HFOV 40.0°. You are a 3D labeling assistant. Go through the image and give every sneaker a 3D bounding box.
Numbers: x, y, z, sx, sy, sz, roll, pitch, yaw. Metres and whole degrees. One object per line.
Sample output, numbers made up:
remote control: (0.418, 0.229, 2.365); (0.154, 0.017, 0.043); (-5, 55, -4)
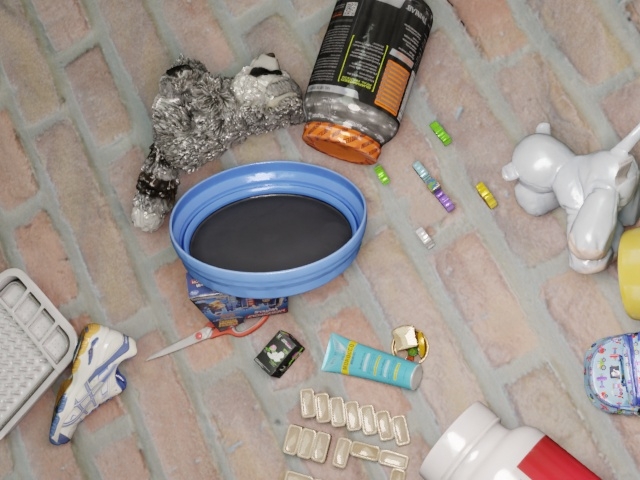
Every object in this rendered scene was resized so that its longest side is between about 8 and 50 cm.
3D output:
sneaker: (-0.488, 0.325, 1.888); (0.130, 0.112, 0.297); (19, 109, -21)

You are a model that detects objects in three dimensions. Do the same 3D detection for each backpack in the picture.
backpack: (0.559, 0.236, 1.572); (0.173, 0.117, 0.158); (-2, 76, 20)

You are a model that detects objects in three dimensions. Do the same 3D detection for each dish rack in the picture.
dish rack: (-0.705, 0.262, 1.993); (0.285, 0.072, 0.333); (43, 93, 20)

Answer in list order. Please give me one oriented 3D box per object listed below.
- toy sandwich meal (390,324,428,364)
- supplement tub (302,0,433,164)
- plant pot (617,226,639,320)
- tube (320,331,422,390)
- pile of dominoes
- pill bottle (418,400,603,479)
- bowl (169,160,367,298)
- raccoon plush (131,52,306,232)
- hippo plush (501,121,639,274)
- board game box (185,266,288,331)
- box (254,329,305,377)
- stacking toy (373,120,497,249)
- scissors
toy sandwich meal: (0.175, 0.208, 1.745); (0.085, 0.029, 0.086); (-4, 77, 17)
supplement tub: (0.089, -0.340, 1.803); (0.207, 0.207, 0.338); (16, 83, 20)
plant pot: (0.656, 0.055, 1.525); (0.238, 0.254, 0.254); (-6, 76, 32)
tube: (0.100, 0.246, 1.754); (0.207, 0.052, 0.080); (12, 75, 30)
pile of dominoes: (0.054, 0.414, 1.747); (0.251, 0.040, 0.196); (13, 81, 12)
pill bottle: (0.380, 0.472, 1.514); (0.407, 0.229, 0.229); (38, 91, 21)
bowl: (-0.101, -0.026, 1.746); (0.390, 0.077, 0.391); (-2, 36, 2)
raccoon plush: (-0.203, -0.199, 1.917); (0.299, 0.216, 0.447); (20, 110, 9)
hippo plush: (0.445, -0.088, 1.609); (0.236, 0.294, 0.234); (23, 64, 29)
board game box: (-0.166, 0.117, 1.790); (0.194, 0.194, 0.060); (-8, 63, -6)
box: (-0.083, 0.233, 1.804); (0.052, 0.062, 0.083); (43, 93, 23)
stacking toy: (0.230, -0.112, 1.793); (0.167, 0.052, 0.221); (-35, 68, 6)
scissors: (-0.240, 0.205, 1.883); (0.297, 0.021, 0.109); (-38, 72, 5)
